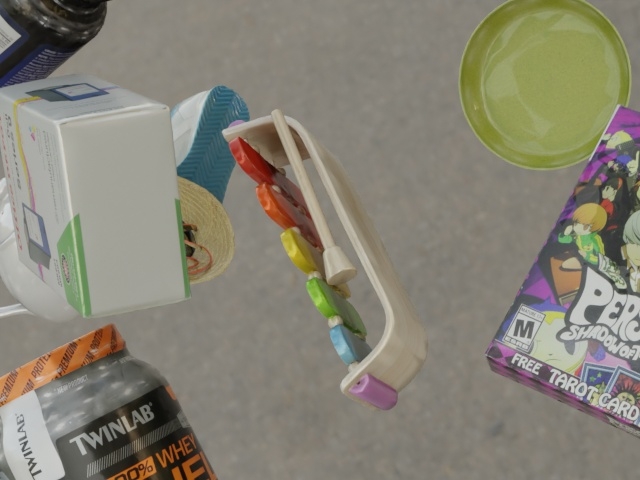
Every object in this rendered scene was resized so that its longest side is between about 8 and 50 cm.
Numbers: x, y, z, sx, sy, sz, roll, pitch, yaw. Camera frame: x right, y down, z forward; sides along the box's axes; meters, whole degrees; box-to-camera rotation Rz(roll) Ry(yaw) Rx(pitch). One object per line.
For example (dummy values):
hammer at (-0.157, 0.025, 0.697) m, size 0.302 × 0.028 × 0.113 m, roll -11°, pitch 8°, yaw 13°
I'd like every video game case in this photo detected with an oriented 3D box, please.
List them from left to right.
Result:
video game case at (0.261, 0.041, 1.144) m, size 0.232 × 0.042 × 0.210 m, roll 25°, pitch 76°, yaw 22°

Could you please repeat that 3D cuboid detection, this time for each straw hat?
straw hat at (-0.157, 0.006, 1.672) m, size 0.145 × 0.061 × 0.144 m, roll 11°, pitch 46°, yaw -12°

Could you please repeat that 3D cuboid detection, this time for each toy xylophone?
toy xylophone at (0.000, 0.000, 1.632) m, size 0.081 × 0.236 × 0.322 m, roll -30°, pitch 58°, yaw 10°

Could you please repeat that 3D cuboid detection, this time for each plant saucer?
plant saucer at (0.307, -0.216, 2.292) m, size 0.241 × 0.241 × 0.037 m, roll -10°, pitch 1°, yaw 24°

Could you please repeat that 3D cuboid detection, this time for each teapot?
teapot at (-0.375, -0.019, 2.344) m, size 0.252 × 0.187 × 0.256 m, roll -24°, pitch 37°, yaw 53°

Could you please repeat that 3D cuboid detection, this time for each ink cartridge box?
ink cartridge box at (-0.184, -0.041, 1.337) m, size 0.093 × 0.154 × 0.212 m, roll -11°, pitch 16°, yaw -20°

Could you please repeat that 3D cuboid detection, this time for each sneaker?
sneaker at (-0.157, -0.063, 1.845) m, size 0.092 × 0.087 × 0.228 m, roll -12°, pitch 43°, yaw 50°

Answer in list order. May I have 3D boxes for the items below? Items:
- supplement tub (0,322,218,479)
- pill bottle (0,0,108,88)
supplement tub at (-0.195, 0.252, 1.620) m, size 0.194 × 0.316 × 0.193 m, roll -28°, pitch -1°, yaw 0°
pill bottle at (-0.266, -0.201, 1.484) m, size 0.219 × 0.123 × 0.122 m, roll -33°, pitch 28°, yaw 32°
